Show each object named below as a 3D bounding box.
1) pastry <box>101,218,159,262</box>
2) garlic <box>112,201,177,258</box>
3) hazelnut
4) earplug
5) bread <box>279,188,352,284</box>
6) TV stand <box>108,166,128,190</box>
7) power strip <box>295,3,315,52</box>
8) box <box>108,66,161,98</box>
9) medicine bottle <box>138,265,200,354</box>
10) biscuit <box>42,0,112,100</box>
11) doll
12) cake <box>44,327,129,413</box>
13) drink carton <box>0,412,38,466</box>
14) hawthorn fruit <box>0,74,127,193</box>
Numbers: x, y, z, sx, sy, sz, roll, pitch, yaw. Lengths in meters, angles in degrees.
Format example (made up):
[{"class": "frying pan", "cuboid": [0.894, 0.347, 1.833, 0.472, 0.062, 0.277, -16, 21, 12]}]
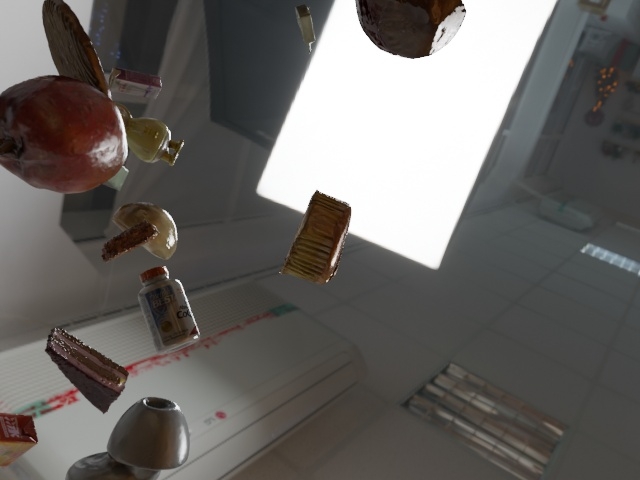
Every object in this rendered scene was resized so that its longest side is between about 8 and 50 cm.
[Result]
[{"class": "pastry", "cuboid": [-0.531, -0.001, 1.611, 0.169, 0.063, 0.087, -32, -174, -32]}, {"class": "garlic", "cuboid": [-0.562, -0.027, 1.935, 0.164, 0.145, 0.245, -13, 132, 39]}, {"class": "hazelnut", "cuboid": [0.143, -0.399, 0.967, 0.170, 0.202, 0.160, -4, -141, 31]}, {"class": "earplug", "cuboid": [-0.441, 0.490, 1.355, 0.175, 0.325, 0.214, 60, -160, 17]}, {"class": "bread", "cuboid": [0.000, 0.000, 1.733, 0.156, 0.204, 0.288, 23, -132, -2]}, {"class": "TV stand", "cuboid": [-0.778, -0.262, 2.109, 0.082, 0.088, 0.269, 23, 170, -1]}, {"class": "power strip", "cuboid": [-0.049, -0.729, 2.030, 0.042, 0.175, 0.075, -17, -128, -2]}, {"class": "box", "cuboid": [-0.449, -0.381, 1.420, 0.117, 0.050, 0.036, 5, -118, -36]}, {"class": "medicine bottle", "cuboid": [-0.538, 0.238, 2.041, 0.157, 0.157, 0.289, -9, -107, -53]}, {"class": "biscuit", "cuboid": [-0.587, -0.418, 1.409, 0.040, 0.318, 0.318, -30, -138, -27]}, {"class": "doll", "cuboid": [-0.576, -0.340, 1.827, 0.296, 0.141, 0.117, 30, 160, -31]}, {"class": "cake", "cuboid": [-0.674, 0.368, 1.702, 0.295, 0.112, 0.116, 54, -172, -26]}, {"class": "drink carton", "cuboid": [-0.665, 0.376, 1.113, 0.071, 0.096, 0.223, 58, -169, 32]}, {"class": "hawthorn fruit", "cuboid": [-0.554, -0.199, 1.193, 0.254, 0.254, 0.300, 20, -144, 11]}]
